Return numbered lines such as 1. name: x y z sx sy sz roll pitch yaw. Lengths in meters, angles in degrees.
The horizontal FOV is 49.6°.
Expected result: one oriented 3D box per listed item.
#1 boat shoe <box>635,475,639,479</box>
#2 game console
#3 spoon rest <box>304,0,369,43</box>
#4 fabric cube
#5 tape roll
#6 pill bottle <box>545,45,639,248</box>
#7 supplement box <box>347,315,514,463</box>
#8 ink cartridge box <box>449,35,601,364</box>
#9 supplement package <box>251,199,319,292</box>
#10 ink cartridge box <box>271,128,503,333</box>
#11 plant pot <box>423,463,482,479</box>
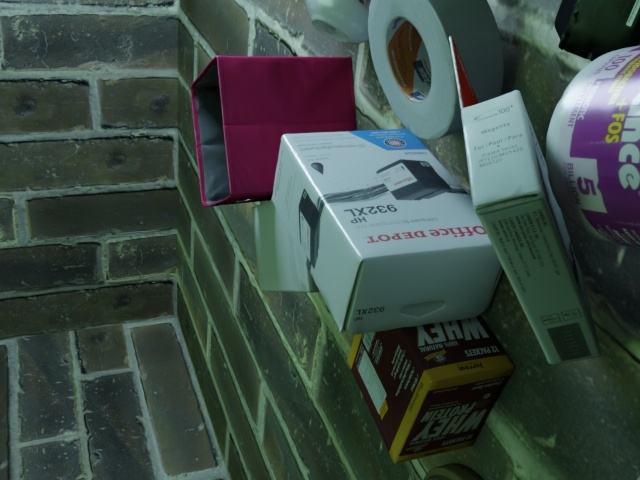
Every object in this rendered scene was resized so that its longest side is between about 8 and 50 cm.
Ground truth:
1. boat shoe: 0.360 0.176 0.520 0.103 0.092 0.285 55 147 17
2. game console: 0.290 -0.250 0.696 0.107 0.071 0.122 32 133 26
3. spoon rest: -0.022 -0.413 1.153 0.084 0.276 0.137 -64 5 -2
4. fabric cube: -0.095 -0.207 1.357 0.254 0.258 0.259 177 87 -68
5. tape roll: 0.145 -0.246 0.909 0.219 0.072 0.219 57 161 33
6. pill bottle: 0.313 -0.060 0.470 0.301 0.169 0.169 -159 65 -66
7. supplement box: 0.148 0.179 1.008 0.194 0.129 0.191 -117 30 -43
8. ink cartridge box: 0.207 -0.043 0.697 0.275 0.060 0.238 52 -149 -43
9. supplement package: 0.000 0.000 1.276 0.293 0.178 0.175 170 94 -68
10. ink cartridge box: 0.086 -0.029 0.985 0.307 0.223 0.129 -120 32 -46
11. plant pot: 0.182 0.463 1.028 0.237 0.110 0.237 173 90 -69
